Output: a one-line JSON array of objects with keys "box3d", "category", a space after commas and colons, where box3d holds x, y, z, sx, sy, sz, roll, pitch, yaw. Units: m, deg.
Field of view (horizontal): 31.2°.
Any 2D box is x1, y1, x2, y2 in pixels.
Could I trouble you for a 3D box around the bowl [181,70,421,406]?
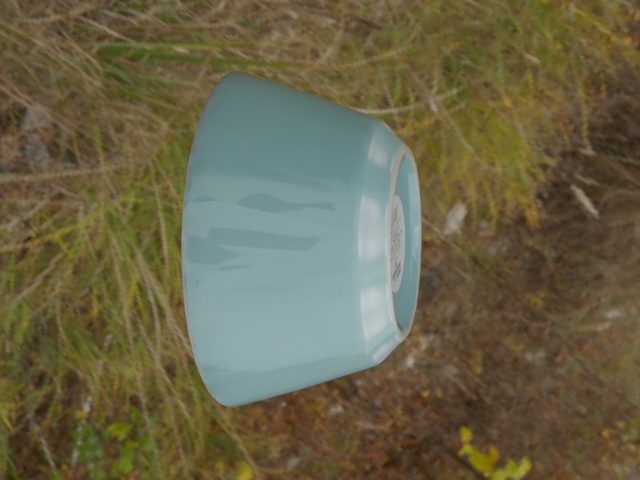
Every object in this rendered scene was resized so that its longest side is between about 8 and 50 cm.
[{"box3d": [0.000, 0.000, 1.049, 0.311, 0.163, 0.311, 1, 90, -76], "category": "bowl"}]
